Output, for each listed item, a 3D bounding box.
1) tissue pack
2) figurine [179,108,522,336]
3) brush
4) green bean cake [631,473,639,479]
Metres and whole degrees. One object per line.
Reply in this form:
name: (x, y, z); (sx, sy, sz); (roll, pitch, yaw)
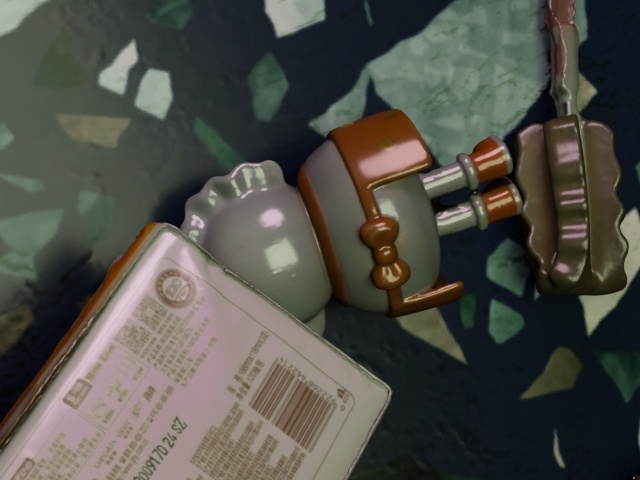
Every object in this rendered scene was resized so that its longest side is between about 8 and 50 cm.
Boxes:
tissue pack: (-0.096, 0.135, 0.723); (0.185, 0.124, 0.225); (37, 57, -7)
figurine: (0.005, 0.001, 0.843); (0.271, 0.143, 0.143); (-24, 97, -21)
brush: (0.186, -0.106, 0.969); (0.084, 0.071, 0.301); (5, 77, -38)
green bean cake: (0.330, 0.235, 0.989); (0.173, 0.094, 0.181); (-42, 102, -19)
